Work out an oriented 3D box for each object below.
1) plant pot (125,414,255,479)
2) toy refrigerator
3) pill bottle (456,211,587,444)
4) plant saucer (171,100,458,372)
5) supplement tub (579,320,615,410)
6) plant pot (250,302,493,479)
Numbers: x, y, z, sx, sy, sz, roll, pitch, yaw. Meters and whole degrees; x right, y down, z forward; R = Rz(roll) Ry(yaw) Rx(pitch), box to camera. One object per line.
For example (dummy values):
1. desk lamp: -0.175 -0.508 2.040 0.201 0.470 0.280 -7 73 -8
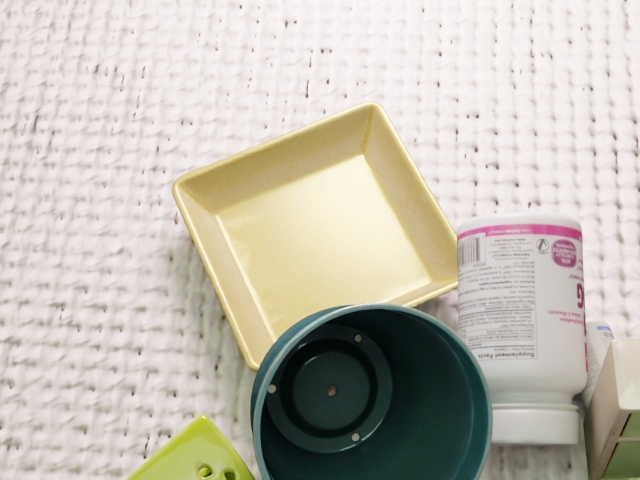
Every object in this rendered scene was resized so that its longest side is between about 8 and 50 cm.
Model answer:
1. plant pot: -0.142 0.375 1.367 0.207 0.228 0.227 42 72 16
2. toy refrigerator: 0.380 0.211 1.376 0.102 0.269 0.094 -1 61 4
3. pill bottle: 0.255 0.116 1.475 0.160 0.160 0.283 0 79 5
4. plant saucer: 0.000 0.000 1.638 0.332 0.081 0.333 -23 62 -7
5. supplement tub: 0.361 0.165 1.518 0.071 0.071 0.107 -14 61 -2
6. plant pot: 0.034 0.197 1.396 0.271 0.255 0.272 -1 93 -12
